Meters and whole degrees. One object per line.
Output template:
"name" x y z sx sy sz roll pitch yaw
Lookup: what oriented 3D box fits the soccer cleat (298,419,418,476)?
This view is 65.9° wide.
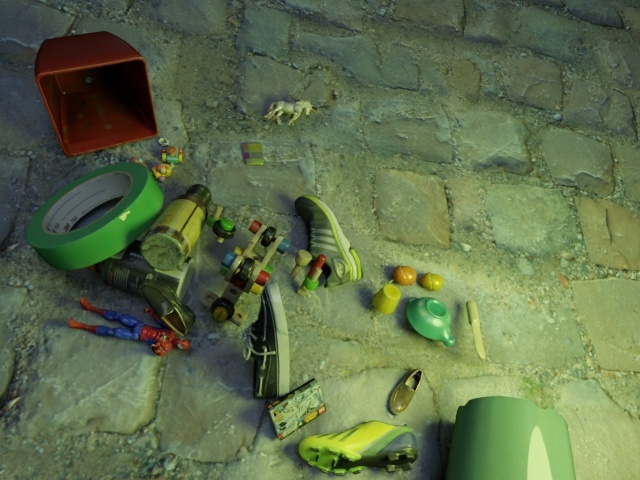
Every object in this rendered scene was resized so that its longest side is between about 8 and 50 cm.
"soccer cleat" 0.090 0.489 1.190 0.289 0.093 0.121 3 32 -7

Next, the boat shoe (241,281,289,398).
"boat shoe" -0.132 0.241 1.158 0.105 0.306 0.113 -5 29 -11

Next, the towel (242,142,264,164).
"towel" -0.209 -0.271 1.542 0.060 0.009 0.083 -4 65 -17

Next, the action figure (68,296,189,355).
"action figure" -0.446 0.202 1.169 0.280 0.139 0.091 19 61 -7

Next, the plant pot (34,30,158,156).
"plant pot" -0.643 -0.438 1.395 0.267 0.267 0.236 -20 57 -23

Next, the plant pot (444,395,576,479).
"plant pot" 0.420 0.556 1.102 0.341 0.341 0.334 20 52 -3

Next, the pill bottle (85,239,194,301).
"pill bottle" -0.453 0.068 1.235 0.246 0.130 0.130 18 60 -4

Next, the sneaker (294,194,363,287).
"sneaker" 0.000 0.000 1.399 0.121 0.111 0.300 -26 70 -20

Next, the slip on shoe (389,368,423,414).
"slip on shoe" 0.226 0.391 1.284 0.051 0.041 0.135 41 61 9

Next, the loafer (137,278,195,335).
"loafer" -0.362 0.157 1.163 0.170 0.062 0.061 46 19 -26

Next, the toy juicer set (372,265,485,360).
"toy juicer set" 0.320 0.193 1.397 0.329 0.089 0.209 30 42 7

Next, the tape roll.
"tape roll" -0.550 -0.069 1.215 0.321 0.077 0.321 -14 39 12

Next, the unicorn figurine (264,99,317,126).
"unicorn figurine" -0.094 -0.425 1.621 0.162 0.060 0.111 17 61 -5

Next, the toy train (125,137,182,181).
"toy train" -0.479 -0.240 1.438 0.125 0.046 0.166 34 61 5

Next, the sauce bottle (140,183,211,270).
"sauce bottle" -0.349 -0.049 1.258 0.111 0.111 0.344 17 26 -5

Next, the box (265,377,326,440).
"box" -0.056 0.404 1.185 0.137 0.027 0.094 -25 116 -24

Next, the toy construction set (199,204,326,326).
"toy construction set" -0.165 0.105 1.283 0.309 0.237 0.257 17 28 -24
